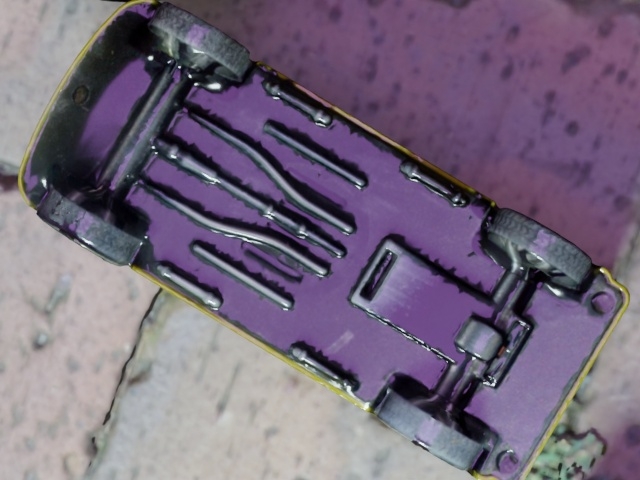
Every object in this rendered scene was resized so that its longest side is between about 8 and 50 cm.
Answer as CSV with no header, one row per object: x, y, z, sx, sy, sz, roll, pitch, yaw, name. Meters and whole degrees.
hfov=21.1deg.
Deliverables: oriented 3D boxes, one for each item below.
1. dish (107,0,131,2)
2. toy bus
-0.113,-0.279,1.000,0.303,0.120,0.303,0,100,-1,dish
0.000,0.000,0.984,0.330,0.152,0.144,31,89,5,toy bus
